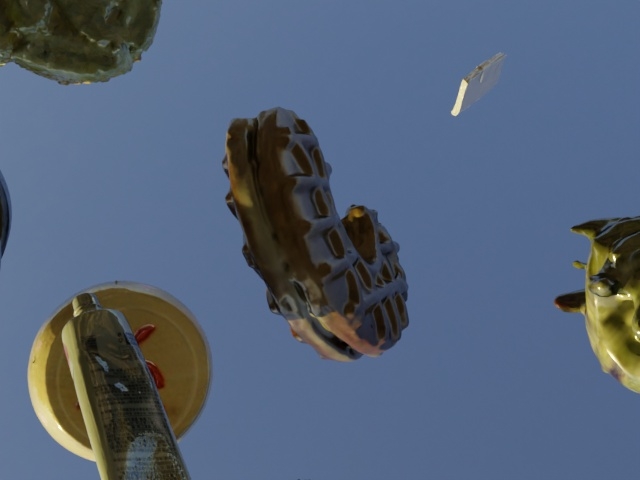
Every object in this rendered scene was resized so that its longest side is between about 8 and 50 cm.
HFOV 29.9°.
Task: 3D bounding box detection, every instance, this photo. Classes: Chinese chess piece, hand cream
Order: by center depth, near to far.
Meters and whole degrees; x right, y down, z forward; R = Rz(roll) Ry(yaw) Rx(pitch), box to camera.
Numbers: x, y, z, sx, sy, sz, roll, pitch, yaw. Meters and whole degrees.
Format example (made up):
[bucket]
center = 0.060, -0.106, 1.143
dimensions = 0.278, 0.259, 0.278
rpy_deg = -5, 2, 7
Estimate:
[hand cream]
center = -0.228, 0.203, 1.381
dimensions = 0.078, 0.124, 0.341
rpy_deg = -48, -128, 33
[Chinese chess piece]
center = -0.269, 0.179, 1.626
dimensions = 0.251, 0.251, 0.097
rpy_deg = -55, -163, -12

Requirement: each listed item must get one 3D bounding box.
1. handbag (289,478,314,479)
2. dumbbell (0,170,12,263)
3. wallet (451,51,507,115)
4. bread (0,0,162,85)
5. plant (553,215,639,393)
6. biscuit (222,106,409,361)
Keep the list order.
[handbag]
center = -0.016, 0.329, 1.279
dimensions = 0.117, 0.173, 0.095
rpy_deg = 8, -137, -1
[dumbbell]
center = -0.399, -0.004, 1.126
dimensions = 0.204, 0.204, 0.322
rpy_deg = -41, -165, -2
[wallet]
center = 0.156, -0.155, 1.178
dimensions = 0.011, 0.044, 0.083
rpy_deg = 32, -137, 20
[bread]
center = -0.242, -0.253, 1.032
dimensions = 0.186, 0.257, 0.124
rpy_deg = -22, -174, -20
[plant]
center = 0.376, 0.040, 1.057
dimensions = 0.333, 0.180, 0.251
rpy_deg = -28, -112, -24
[biscuit]
center = 0.006, 0.019, 1.497
dimensions = 0.115, 0.366, 0.268
rpy_deg = -22, -129, 19
